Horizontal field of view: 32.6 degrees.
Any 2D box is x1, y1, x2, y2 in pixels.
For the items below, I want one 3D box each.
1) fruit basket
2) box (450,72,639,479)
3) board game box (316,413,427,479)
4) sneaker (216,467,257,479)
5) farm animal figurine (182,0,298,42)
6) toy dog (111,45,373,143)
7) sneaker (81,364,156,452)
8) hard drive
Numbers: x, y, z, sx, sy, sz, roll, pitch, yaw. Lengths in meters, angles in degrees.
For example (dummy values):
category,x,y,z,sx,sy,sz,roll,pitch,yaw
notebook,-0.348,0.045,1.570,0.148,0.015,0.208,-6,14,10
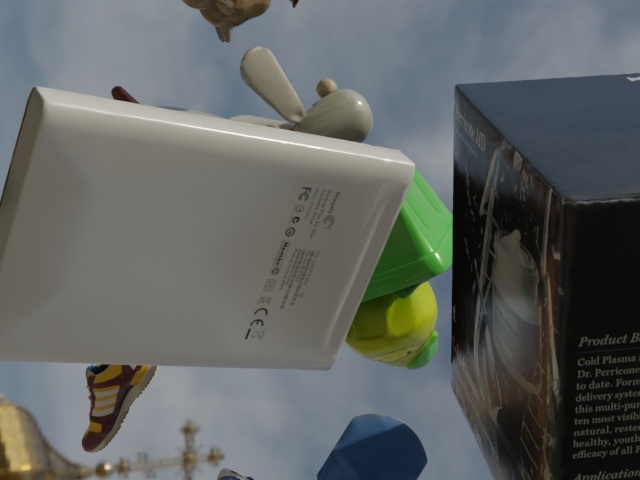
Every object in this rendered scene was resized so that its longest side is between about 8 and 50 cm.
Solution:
category,x,y,z,sx,sy,sz,roll,pitch,yaw
fruit basket,0.074,0.085,1.819,0.392,0.283,0.392,5,-72,15
box,0.350,0.081,1.346,0.480,0.297,0.472,-108,-164,-68
board game box,0.073,0.341,1.635,0.169,0.133,0.033,-57,-174,-8
sneaker,-0.097,0.373,1.580,0.053,0.144,0.059,-37,-140,12
farm animal figurine,-0.126,-0.305,1.169,0.330,0.326,0.172,-98,-163,-84
toy dog,-0.122,-0.143,1.328,0.220,0.333,0.161,-45,-119,50
sneaker,-0.309,0.217,1.567,0.185,0.084,0.069,-56,-163,12
hard drive,-0.091,0.005,0.832,0.040,0.307,0.203,48,-56,48
